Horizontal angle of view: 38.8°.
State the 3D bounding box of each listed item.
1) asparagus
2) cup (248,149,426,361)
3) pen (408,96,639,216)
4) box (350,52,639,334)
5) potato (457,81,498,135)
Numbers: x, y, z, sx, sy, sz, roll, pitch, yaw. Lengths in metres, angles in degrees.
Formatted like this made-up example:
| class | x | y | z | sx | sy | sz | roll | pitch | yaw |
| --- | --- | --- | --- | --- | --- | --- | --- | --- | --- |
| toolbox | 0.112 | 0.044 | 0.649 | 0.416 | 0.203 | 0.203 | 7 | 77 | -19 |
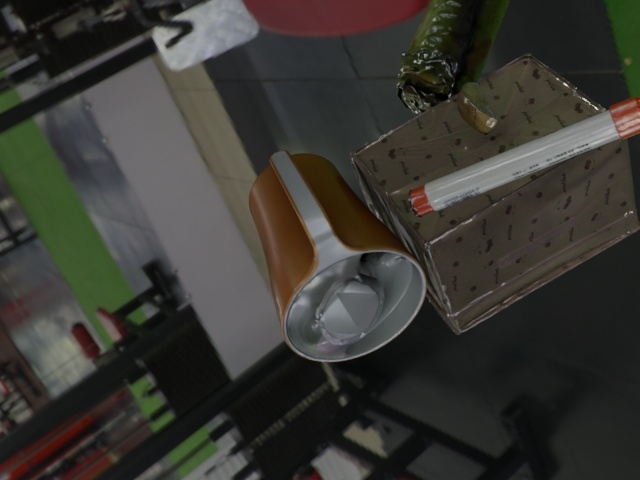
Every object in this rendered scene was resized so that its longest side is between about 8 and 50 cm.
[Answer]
| class | x | y | z | sx | sy | sz | roll | pitch | yaw |
| --- | --- | --- | --- | --- | --- | --- | --- | --- | --- |
| asparagus | 0.227 | -0.362 | 1.391 | 0.129 | 0.381 | 0.108 | 20 | 166 | 10 |
| cup | 0.000 | 0.000 | 1.121 | 0.264 | 0.182 | 0.226 | 62 | 177 | 44 |
| pen | 0.181 | -0.071 | 0.723 | 0.239 | 0.028 | 0.028 | -22 | 106 | 22 |
| box | 0.233 | -0.069 | 1.211 | 0.225 | 0.297 | 0.190 | 56 | 173 | 45 |
| potato | 0.186 | -0.162 | 1.124 | 0.093 | 0.036 | 0.037 | -102 | 32 | -50 |
